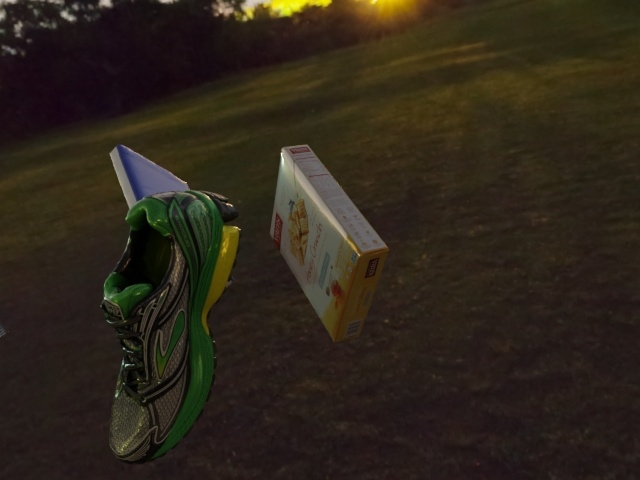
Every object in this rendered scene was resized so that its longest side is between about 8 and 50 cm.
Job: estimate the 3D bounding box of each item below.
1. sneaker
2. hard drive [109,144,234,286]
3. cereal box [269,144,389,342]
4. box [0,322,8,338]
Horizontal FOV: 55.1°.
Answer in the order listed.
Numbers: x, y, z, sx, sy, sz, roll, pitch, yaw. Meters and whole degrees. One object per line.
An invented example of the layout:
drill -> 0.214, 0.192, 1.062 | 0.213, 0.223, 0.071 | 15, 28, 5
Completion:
sneaker -> -0.210, 0.103, 0.739 | 0.134, 0.343, 0.146 | 13, 5, 33
hard drive -> -0.312, -0.051, 1.278 | 0.040, 0.210, 0.318 | -43, 51, 13
cereal box -> 0.000, 0.000, 0.871 | 0.047, 0.173, 0.240 | -12, 45, -26
box -> -0.602, 0.120, 0.830 | 0.060, 0.216, 0.270 | -33, 9, 26
